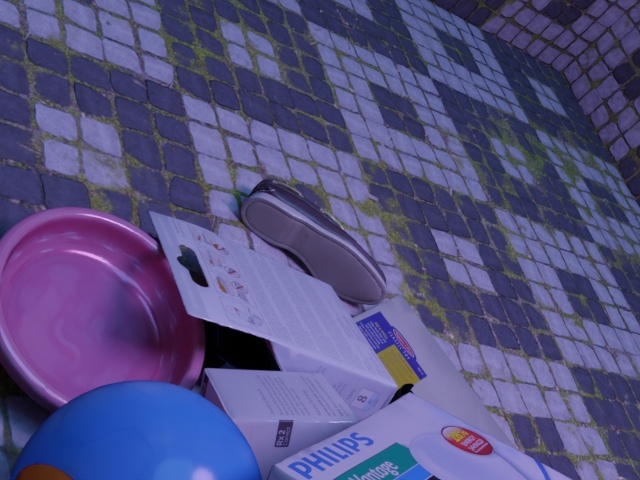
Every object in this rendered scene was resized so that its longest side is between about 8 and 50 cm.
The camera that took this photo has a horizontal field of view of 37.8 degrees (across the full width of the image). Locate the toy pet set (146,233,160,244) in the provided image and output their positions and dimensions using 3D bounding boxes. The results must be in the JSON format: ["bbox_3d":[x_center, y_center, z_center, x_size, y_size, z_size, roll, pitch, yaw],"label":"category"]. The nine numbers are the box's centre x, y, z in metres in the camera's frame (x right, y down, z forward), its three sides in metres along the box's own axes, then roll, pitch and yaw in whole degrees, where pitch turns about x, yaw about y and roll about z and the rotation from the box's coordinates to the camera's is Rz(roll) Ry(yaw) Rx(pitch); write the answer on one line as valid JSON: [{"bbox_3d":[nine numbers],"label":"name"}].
[{"bbox_3d":[-0.309,0.018,1.455,0.114,0.065,0.122,9,48,-44],"label":"toy pet set"}]

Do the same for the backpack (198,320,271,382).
[{"bbox_3d":[-0.139,0.180,1.452,0.114,0.084,0.105,30,34,-36],"label":"backpack"}]

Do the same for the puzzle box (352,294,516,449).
[{"bbox_3d":[0.190,0.302,1.728,0.409,0.052,0.272,54,33,12],"label":"puzzle box"}]

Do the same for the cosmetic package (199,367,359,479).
[{"bbox_3d":[-0.069,0.275,1.280,0.183,0.151,0.151,5,17,-24],"label":"cosmetic package"}]

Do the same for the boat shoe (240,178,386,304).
[{"bbox_3d":[0.000,0.000,1.788,0.324,0.116,0.097,35,37,-7],"label":"boat shoe"}]

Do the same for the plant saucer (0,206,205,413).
[{"bbox_3d":[-0.318,0.112,1.299,0.332,0.084,0.332,27,44,-30],"label":"plant saucer"}]

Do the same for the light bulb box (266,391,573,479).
[{"bbox_3d":[0.142,0.376,1.030,0.361,0.225,0.358,26,16,24],"label":"light bulb box"}]

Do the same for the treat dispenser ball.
[{"bbox_3d":[-0.205,0.302,1.051,0.288,0.288,0.288,30,36,-24],"label":"treat dispenser ball"}]

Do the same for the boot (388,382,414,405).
[{"bbox_3d":[0.113,0.339,1.517,0.077,0.137,0.198,21,41,-34],"label":"boot"}]

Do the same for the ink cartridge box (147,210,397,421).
[{"bbox_3d":[-0.095,0.120,1.470,0.385,0.091,0.308,23,19,-32],"label":"ink cartridge box"}]
